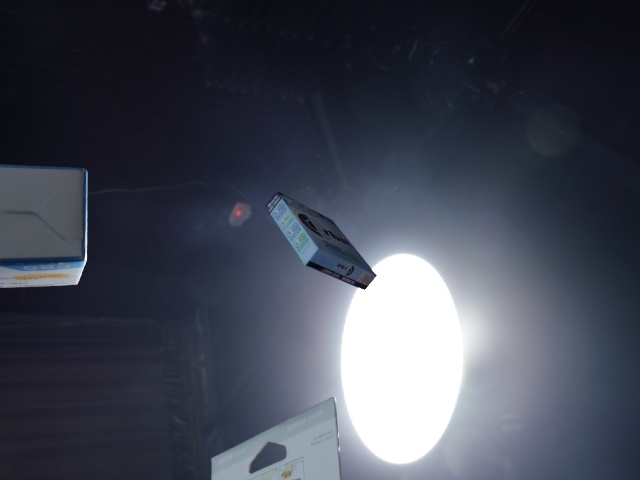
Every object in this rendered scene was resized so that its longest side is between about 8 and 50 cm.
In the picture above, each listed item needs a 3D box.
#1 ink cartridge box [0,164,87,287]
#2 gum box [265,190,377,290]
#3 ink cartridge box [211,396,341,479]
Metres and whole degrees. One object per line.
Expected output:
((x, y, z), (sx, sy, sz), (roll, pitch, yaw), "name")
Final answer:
((-0.224, -0.001, 0.437), (0.181, 0.104, 0.061), (157, -69, -65), "ink cartridge box")
((0.000, 0.000, 1.114), (0.041, 0.157, 0.184), (-52, -138, 14), "gum box")
((-0.043, 0.349, 0.739), (0.275, 0.060, 0.239), (-37, -138, 37), "ink cartridge box")
